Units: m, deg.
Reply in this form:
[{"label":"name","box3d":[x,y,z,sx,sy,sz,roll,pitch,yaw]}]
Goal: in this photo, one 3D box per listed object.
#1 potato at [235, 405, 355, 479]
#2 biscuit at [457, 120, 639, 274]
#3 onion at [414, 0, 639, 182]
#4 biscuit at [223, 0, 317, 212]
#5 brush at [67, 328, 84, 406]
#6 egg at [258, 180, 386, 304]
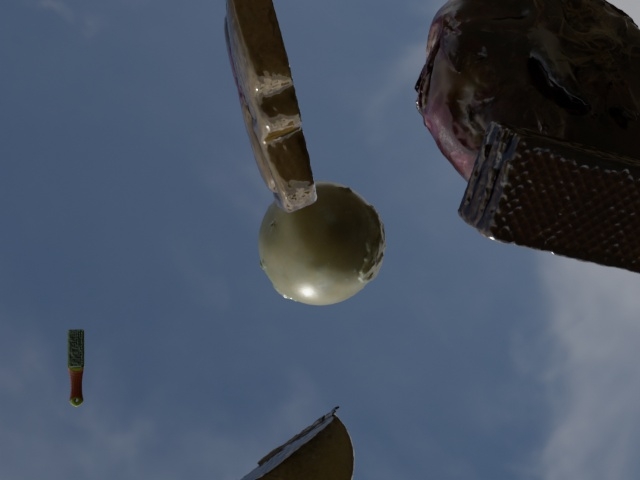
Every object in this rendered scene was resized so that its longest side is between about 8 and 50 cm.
[{"label":"potato","box3d":[-0.059,0.290,1.749,0.243,0.138,0.098,-34,-91,-30]},{"label":"biscuit","box3d":[0.260,-0.036,1.595,0.252,0.106,0.070,13,-166,-28]},{"label":"onion","box3d":[0.245,-0.143,1.794,0.314,0.232,0.314,14,-132,-16]},{"label":"biscuit","box3d":[-0.043,-0.116,1.323,0.320,0.047,0.183,-107,5,-84]},{"label":"brush","box3d":[-0.263,0.137,1.763,0.019,0.021,0.083,0,-94,-5]},{"label":"egg","box3d":[0.002,0.003,2.056,0.164,0.164,0.201,48,-178,-1]}]
